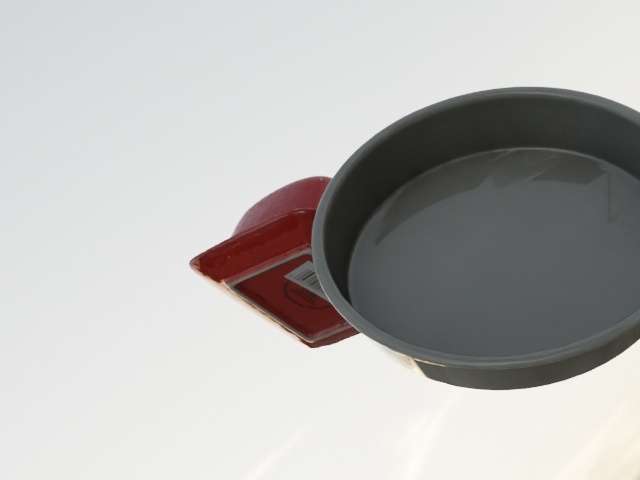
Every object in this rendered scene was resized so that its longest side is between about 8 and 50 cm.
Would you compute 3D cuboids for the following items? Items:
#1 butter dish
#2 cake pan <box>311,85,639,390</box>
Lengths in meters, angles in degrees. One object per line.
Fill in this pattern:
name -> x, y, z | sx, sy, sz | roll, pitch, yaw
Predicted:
butter dish -> 0.000, 0.000, 1.456 | 0.160, 0.160, 0.118 | -24, 42, 41
cake pan -> 0.141, -0.001, 1.301 | 0.293, 0.293, 0.054 | -42, -40, -25
